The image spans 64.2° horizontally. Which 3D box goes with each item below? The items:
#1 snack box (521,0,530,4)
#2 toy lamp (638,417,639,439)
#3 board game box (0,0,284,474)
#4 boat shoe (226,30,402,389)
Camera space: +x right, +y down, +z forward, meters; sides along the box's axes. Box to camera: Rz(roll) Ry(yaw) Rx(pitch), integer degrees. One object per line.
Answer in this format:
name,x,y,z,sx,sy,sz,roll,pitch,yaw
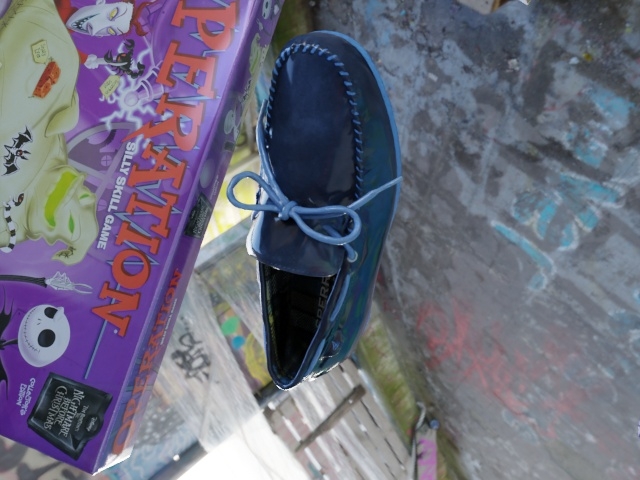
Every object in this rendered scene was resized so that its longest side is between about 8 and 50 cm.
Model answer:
snack box,0.198,-0.272,0.449,0.037,0.141,0.100,37,117,10
toy lamp,0.587,0.312,0.704,0.274,0.080,0.080,23,156,-2
board game box,-0.165,-0.059,0.335,0.208,0.347,0.056,17,175,7
boat shoe,0.000,0.000,0.346,0.109,0.089,0.258,13,122,32
